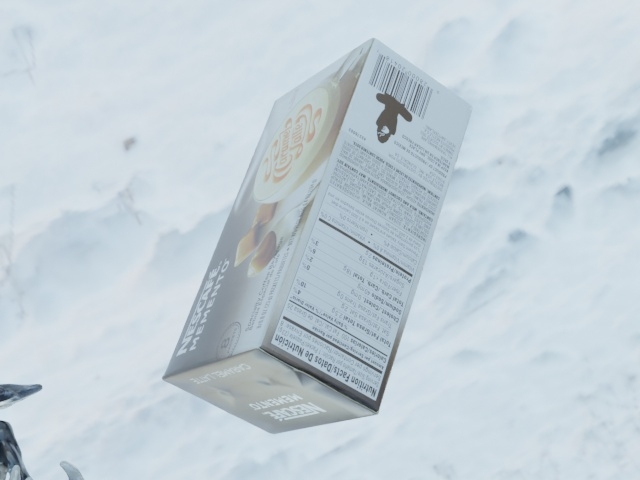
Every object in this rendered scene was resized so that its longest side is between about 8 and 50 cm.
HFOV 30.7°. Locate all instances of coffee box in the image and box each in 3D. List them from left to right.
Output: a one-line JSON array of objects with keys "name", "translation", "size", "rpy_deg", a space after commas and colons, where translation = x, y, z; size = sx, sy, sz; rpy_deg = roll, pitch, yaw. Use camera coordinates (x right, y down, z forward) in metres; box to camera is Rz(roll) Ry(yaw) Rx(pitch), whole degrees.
[{"name": "coffee box", "translation": [0.000, 0.000, 0.821], "size": [0.098, 0.247, 0.141], "rpy_deg": [31, 152, -22]}]

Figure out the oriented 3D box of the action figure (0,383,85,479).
[{"name": "action figure", "translation": [-0.215, 0.172, 0.675], "size": [0.164, 0.276, 0.141], "rpy_deg": [-17, 167, -24]}]
